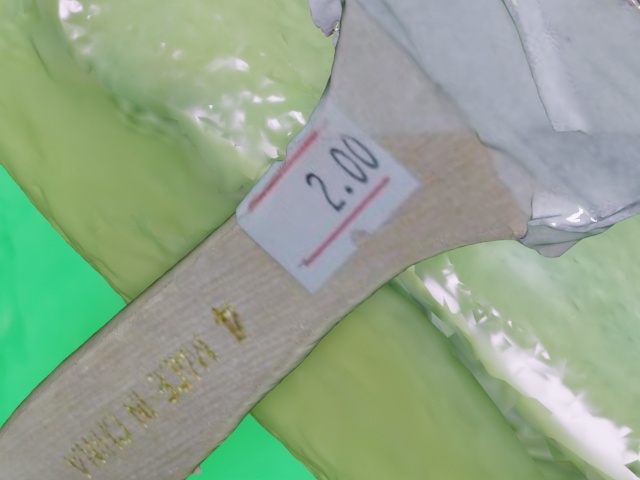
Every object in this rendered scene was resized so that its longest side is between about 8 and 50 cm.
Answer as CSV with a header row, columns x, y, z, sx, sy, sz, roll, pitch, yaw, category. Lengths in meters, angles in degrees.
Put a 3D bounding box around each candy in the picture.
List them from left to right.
x,y,z,sx,sy,sz,roll,pitch,yaw,category
0.049,0.018,0.531,0.343,0.132,0.142,43,161,1,candy

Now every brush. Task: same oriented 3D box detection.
x,y,z,sx,sy,sz,roll,pitch,yaw,category
0.000,0.000,0.439,0.085,0.020,0.336,45,138,-1,brush
